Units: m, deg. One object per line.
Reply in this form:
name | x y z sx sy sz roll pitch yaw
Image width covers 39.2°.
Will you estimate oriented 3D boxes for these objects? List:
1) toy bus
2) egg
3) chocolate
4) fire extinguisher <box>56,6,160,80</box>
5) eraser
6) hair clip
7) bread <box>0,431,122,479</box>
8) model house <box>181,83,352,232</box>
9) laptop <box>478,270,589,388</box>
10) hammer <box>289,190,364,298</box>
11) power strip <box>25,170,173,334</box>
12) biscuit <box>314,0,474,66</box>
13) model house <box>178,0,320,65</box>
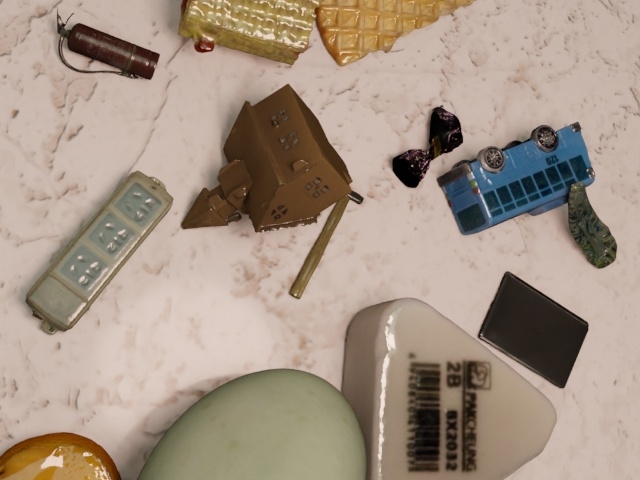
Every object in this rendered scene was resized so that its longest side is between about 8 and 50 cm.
toy bus | 0.328 -0.101 1.472 0.234 0.116 0.133 -21 86 -20
egg | -0.089 0.330 1.151 0.276 0.276 0.389 47 50 -6
chocolate | 0.181 -0.153 1.457 0.072 0.070 0.147 45 74 -12
fire extinguisher | -0.320 -0.275 1.315 0.157 0.045 0.078 19 96 -16
eraser | 0.149 0.232 1.330 0.332 0.150 0.331 4 77 -18
hair clip | 0.447 -0.029 1.495 0.066 0.036 0.229 -46 134 -6
bread | -0.340 0.380 1.133 0.196 0.143 0.269 0 79 -16
model house | -0.092 -0.075 1.321 0.248 0.176 0.180 -30 52 11
laptop | 0.356 0.148 1.489 0.180 0.016 0.129 32 71 -11
hammer | 0.000 0.000 1.391 0.062 0.013 0.198 31 71 -11
power strip | -0.306 0.011 1.260 0.078 0.052 0.272 40 70 -8
biscuit | 0.113 -0.429 1.495 0.309 0.040 0.204 -30 91 -22
model house | -0.101 -0.385 1.351 0.196 0.160 0.253 14 78 -16
